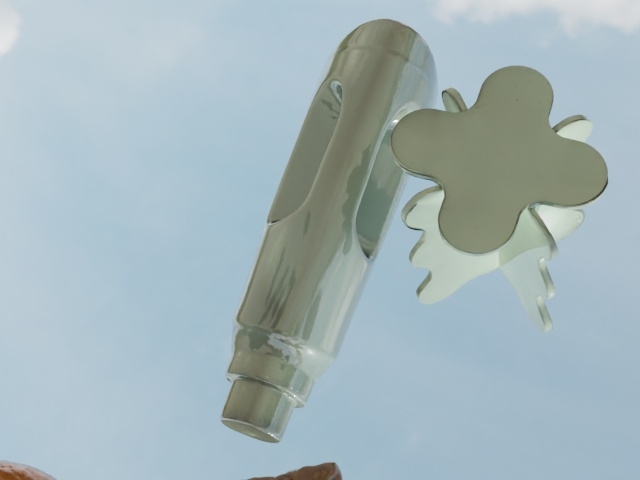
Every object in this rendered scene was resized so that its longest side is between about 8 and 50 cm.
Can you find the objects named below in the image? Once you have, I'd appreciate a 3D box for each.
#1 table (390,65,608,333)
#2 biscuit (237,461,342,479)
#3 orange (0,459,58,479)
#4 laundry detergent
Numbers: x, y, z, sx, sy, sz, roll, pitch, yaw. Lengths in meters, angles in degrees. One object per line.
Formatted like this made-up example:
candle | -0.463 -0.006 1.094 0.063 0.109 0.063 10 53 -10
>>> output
table | 0.147 -0.020 0.980 0.166 0.198 0.166 -4 -116 7
biscuit | -0.128 0.533 1.786 0.395 0.166 0.343 -9 -118 -2
orange | -0.313 0.312 1.101 0.170 0.224 0.224 3 -130 32
laundry detergent | 0.000 0.000 1.181 0.124 0.264 0.398 21 -110 0
